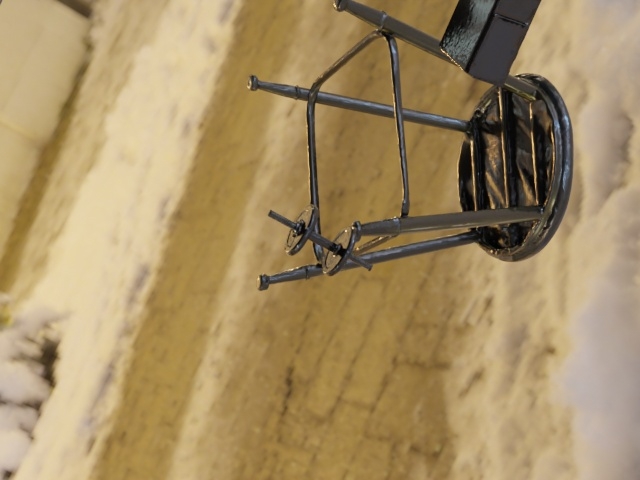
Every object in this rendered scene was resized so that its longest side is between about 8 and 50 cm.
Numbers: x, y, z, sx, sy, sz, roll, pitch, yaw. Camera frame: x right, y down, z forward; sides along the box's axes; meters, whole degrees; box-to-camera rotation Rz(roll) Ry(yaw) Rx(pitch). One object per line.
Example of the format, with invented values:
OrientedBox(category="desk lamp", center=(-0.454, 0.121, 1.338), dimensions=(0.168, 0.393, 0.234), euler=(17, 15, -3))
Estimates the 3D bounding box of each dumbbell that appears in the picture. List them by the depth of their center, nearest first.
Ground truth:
OrientedBox(category="dumbbell", center=(0.000, 0.000, 1.529), dimensions=(0.069, 0.147, 0.069), euler=(-52, 19, 27))

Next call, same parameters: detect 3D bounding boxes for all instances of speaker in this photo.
OrientedBox(category="speaker", center=(0.185, -0.261, 1.191), dimensions=(0.218, 0.044, 0.082), euler=(-67, 25, 22))

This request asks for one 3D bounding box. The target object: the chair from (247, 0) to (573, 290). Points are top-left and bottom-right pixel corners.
OrientedBox(category="chair", center=(0.148, -0.124, 1.952), dimensions=(0.362, 0.410, 0.364), euler=(150, 120, -62))

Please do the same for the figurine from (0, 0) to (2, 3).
OrientedBox(category="figurine", center=(-0.555, -0.568, 2.040), dimensions=(0.361, 0.266, 0.377), euler=(-138, 54, -66))
